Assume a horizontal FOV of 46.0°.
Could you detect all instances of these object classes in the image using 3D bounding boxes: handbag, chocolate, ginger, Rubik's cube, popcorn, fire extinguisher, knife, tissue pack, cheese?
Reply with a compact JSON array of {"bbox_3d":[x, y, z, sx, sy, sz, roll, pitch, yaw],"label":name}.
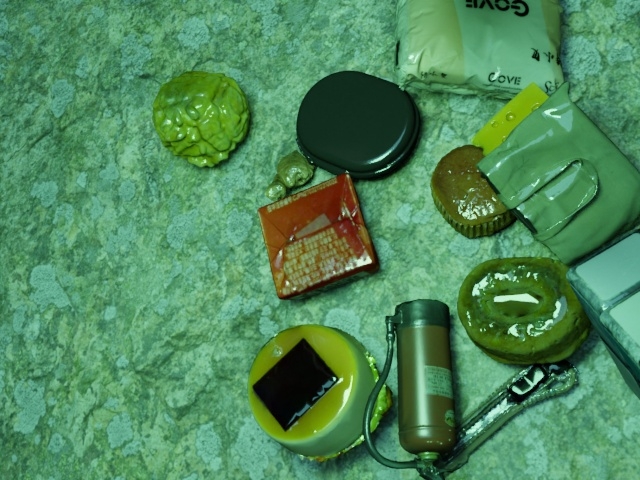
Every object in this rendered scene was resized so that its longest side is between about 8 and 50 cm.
[{"bbox_3d":[0.084,-0.267,1.768,0.308,0.093,0.253,26,85,26],"label":"handbag"},{"bbox_3d":[0.000,0.000,1.706,0.237,0.108,0.234,-23,67,14],"label":"chocolate"},{"bbox_3d":[-0.069,-0.147,1.783,0.096,0.067,0.165,3,46,17],"label":"ginger"},{"bbox_3d":[0.646,0.143,1.235,0.316,0.318,0.313,-33,22,7],"label":"Rubik's cube"},{"bbox_3d":[-0.292,-0.300,1.866,0.249,0.225,0.249,-13,40,11],"label":"popcorn"},{"bbox_3d":[0.179,0.308,1.499,0.200,0.113,0.376,-1,65,0],"label":"fire extinguisher"},{"bbox_3d":[0.495,-0.117,1.508,0.253,0.109,0.316,-42,97,6],"label":"handbag"},{"bbox_3d":[0.347,0.348,1.494,0.365,0.043,0.089,-40,55,6],"label":"knife"},{"bbox_3d":[0.349,-0.486,1.691,0.376,0.195,0.390,0,71,-2],"label":"tissue pack"},{"bbox_3d":[0.408,-0.227,1.589,0.171,0.126,0.093,-35,62,-8],"label":"cheese"}]

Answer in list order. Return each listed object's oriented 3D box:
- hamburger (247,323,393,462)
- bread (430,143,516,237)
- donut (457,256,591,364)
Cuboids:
[{"bbox_3d":[-0.010,0.312,1.570,0.276,0.179,0.294,-46,60,-1],"label":"hamburger"},{"bbox_3d":[0.333,-0.110,1.615,0.199,0.104,0.199,-6,70,17],"label":"bread"},{"bbox_3d":[0.398,0.136,1.479,0.261,0.128,0.208,-9,66,28],"label":"donut"}]
